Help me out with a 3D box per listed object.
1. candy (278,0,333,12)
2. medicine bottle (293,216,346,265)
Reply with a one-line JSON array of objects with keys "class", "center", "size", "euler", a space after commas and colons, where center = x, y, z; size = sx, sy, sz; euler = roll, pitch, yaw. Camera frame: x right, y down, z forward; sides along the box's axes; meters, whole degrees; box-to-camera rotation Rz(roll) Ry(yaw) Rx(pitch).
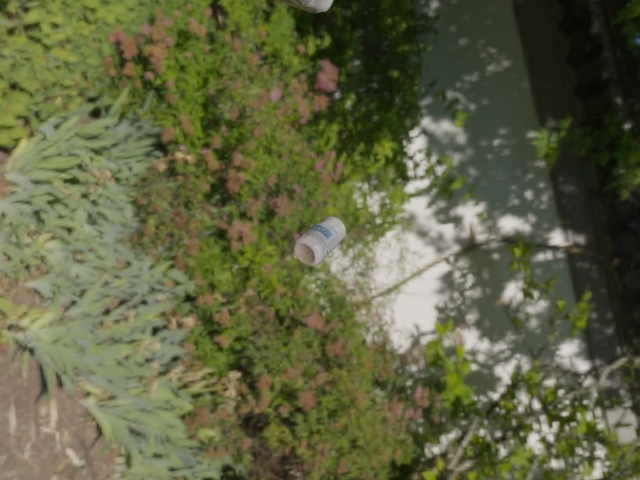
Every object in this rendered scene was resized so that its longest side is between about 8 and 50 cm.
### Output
[{"class": "candy", "center": [-0.020, -0.521, 1.215], "size": [0.208, 0.145, 0.359], "euler": [-23, 132, -72]}, {"class": "medicine bottle", "center": [0.000, 0.000, 1.376], "size": [0.089, 0.052, 0.052], "euler": [-40, 127, -43]}]
